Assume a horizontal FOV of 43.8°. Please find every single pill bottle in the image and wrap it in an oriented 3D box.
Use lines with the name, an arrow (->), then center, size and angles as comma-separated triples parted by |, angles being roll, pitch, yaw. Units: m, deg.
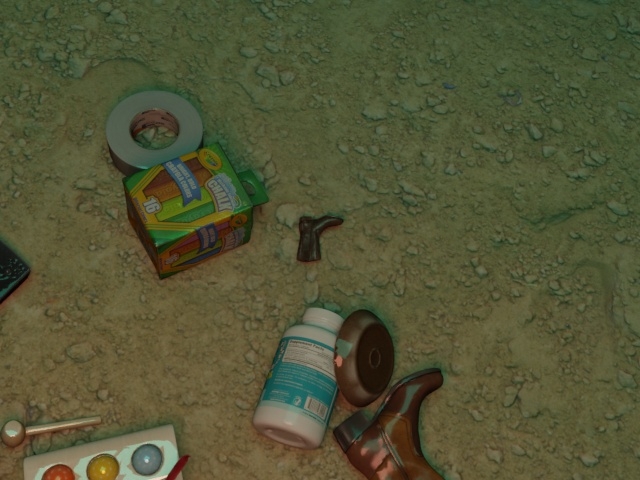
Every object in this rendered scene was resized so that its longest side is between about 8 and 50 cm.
pill bottle -> -0.029, 0.271, 1.596 | 0.146, 0.146, 0.264 | 19, 62, 2

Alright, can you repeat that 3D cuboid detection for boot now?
boot -> 0.204, 0.420, 1.570 | 0.264, 0.096, 0.280 | -30, 67, -19
boot -> 0.000, 0.000, 1.796 | 0.106, 0.037, 0.114 | -2, 60, 6

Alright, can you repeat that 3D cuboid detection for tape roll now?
tape roll -> -0.382, -0.239, 1.844 | 0.219, 0.072, 0.219 | 3, 63, -6

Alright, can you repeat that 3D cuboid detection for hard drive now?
hard drive -> -0.748, 0.048, 1.660 | 0.254, 0.054, 0.172 | 35, 64, 10

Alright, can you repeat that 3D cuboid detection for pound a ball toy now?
pound a ball toy -> -0.429, 0.402, 1.482 | 0.319, 0.136, 0.208 | -10, 65, -13

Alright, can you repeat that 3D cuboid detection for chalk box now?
chalk box -> -0.254, -0.075, 1.719 | 0.289, 0.179, 0.180 | -25, 70, -18

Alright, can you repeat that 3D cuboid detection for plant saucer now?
plant saucer -> 0.098, 0.239, 1.615 | 0.036, 0.198, 0.199 | -5, 55, 37

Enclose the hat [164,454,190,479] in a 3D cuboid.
hat -> -0.343, 0.476, 1.375 | 0.173, 0.184, 0.208 | 11, 28, 34
